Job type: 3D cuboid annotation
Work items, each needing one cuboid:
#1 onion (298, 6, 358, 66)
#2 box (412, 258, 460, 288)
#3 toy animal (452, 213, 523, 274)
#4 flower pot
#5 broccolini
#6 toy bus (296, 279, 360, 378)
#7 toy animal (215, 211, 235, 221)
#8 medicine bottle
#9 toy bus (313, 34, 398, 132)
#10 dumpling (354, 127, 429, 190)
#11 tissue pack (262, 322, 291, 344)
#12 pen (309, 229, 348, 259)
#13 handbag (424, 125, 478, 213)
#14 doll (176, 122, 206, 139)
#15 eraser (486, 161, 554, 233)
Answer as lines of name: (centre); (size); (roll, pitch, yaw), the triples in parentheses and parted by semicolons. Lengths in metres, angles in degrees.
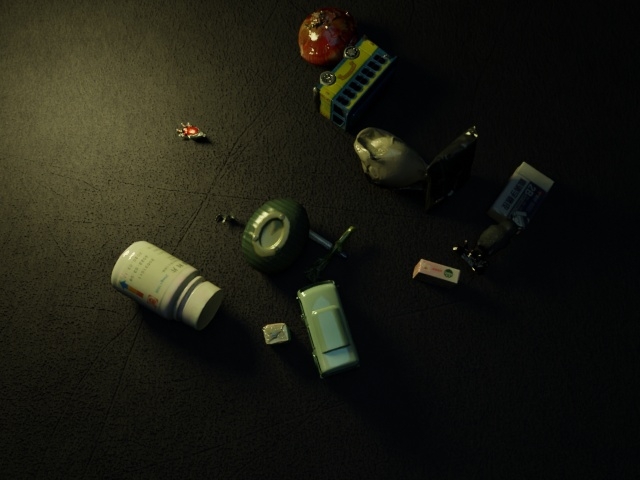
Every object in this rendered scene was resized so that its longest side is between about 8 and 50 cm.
onion: (0.019, -0.731, 1.678); (0.229, 0.163, 0.230); (-8, 59, 13)
box: (0.355, 0.104, 1.480); (0.125, 0.089, 0.043); (17, 73, 2)
toy animal: (0.522, -0.005, 1.480); (0.210, 0.117, 0.121); (-45, 72, 7)
flower pot: (-0.136, -0.015, 1.467); (0.189, 0.157, 0.243); (29, 89, 5)
broccolini: (0.030, 0.036, 1.490); (0.058, 0.067, 0.216); (40, 89, -32)
toy bus: (0.021, 0.247, 1.391); (0.132, 0.165, 0.272); (-16, 74, -5)
toy animal: (-0.296, -0.075, 1.550); (0.084, 0.050, 0.028); (-3, 98, 31)
medicine bottle: (-0.445, 0.136, 1.413); (0.292, 0.170, 0.170); (29, 75, 8)
toy bus: (0.119, -0.535, 1.641); (0.175, 0.138, 0.288); (37, 76, 11)
dumpling: (0.225, -0.255, 1.563); (0.292, 0.204, 0.164); (14, 110, -24)
tissue pack: (-0.127, 0.277, 1.415); (0.074, 0.094, 0.059); (-9, 75, -2)
pen: (0.000, 0.000, 1.539); (0.204, 0.025, 0.025); (34, 76, 8)
handbag: (0.399, -0.211, 1.496); (0.211, 0.254, 0.088); (-42, 63, -10)
doll: (-0.434, -0.364, 1.631); (0.114, 0.039, 0.057); (22, 41, 19)
eraser: (0.651, -0.140, 1.571); (0.124, 0.068, 0.210); (36, 75, 10)
